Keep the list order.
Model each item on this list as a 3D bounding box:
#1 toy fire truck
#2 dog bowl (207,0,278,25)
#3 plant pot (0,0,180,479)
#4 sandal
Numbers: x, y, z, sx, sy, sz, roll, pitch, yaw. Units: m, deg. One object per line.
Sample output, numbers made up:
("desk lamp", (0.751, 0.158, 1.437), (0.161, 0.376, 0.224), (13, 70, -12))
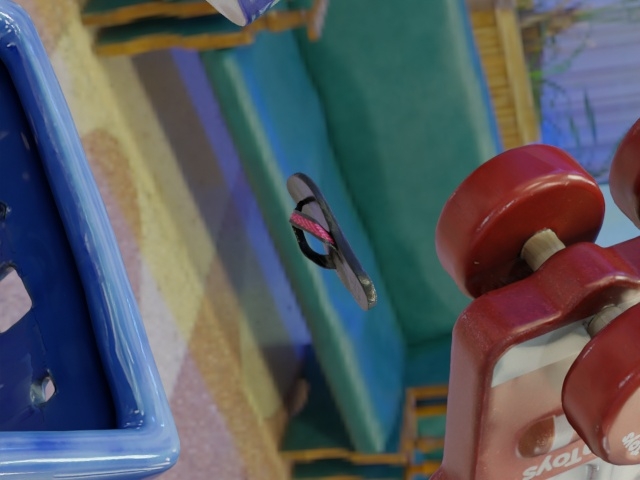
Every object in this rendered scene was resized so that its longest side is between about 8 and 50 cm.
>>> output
("toy fire truck", (0.202, 0.067, 0.813), (0.169, 0.302, 0.254), (54, -26, 39))
("dog bowl", (-0.090, -0.255, 0.771), (0.265, 0.104, 0.265), (48, -1, 2))
("plant pot", (-0.229, 0.026, 0.516), (0.236, 0.212, 0.236), (13, 50, -55))
("sandal", (0.000, 0.000, 1.338), (0.067, 0.040, 0.179), (80, -17, -54))
